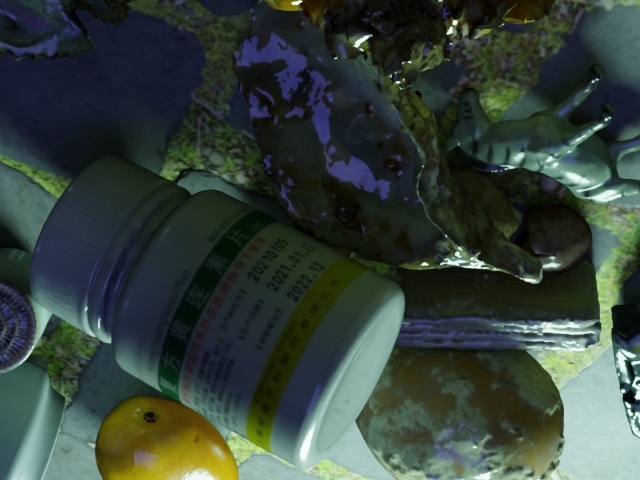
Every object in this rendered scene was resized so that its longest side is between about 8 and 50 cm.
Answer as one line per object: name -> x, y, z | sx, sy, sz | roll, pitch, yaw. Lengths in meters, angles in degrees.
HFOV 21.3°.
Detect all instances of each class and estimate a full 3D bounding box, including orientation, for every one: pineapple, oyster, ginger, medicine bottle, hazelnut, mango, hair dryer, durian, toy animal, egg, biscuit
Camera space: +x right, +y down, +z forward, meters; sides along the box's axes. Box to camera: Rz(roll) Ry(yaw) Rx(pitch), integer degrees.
pineapple -> 0.074, -0.286, 1.419 | 0.344, 0.286, 0.209 | 0, 130, 3
oyster -> 0.043, -0.089, 1.679 | 0.204, 0.111, 0.396 | -22, 109, 41
ginger -> 0.127, -0.033, 1.768 | 0.165, 0.067, 0.096 | 8, 118, 11
medicine bottle -> -0.107, 0.063, 1.714 | 0.339, 0.208, 0.208 | 27, 131, 14
hazelnut -> 0.240, 0.001, 1.777 | 0.086, 0.086, 0.086 | 2, 130, 3
mango -> -0.175, 0.266, 2.019 | 0.145, 0.112, 0.219 | -22, 136, 21
hair dryer -> -0.415, -0.028, 1.792 | 0.107, 0.173, 0.357 | -36, 100, 3
durian -> -0.267, -0.290, 1.541 | 0.193, 0.138, 0.237 | -2, 132, 11
toy animal -> 0.245, -0.090, 1.708 | 0.217, 0.073, 0.176 | 33, 135, -27
egg -> 0.151, 0.191, 1.868 | 0.245, 0.203, 0.203 | 22, 128, -4
biscuit -> 0.179, 0.067, 1.816 | 0.239, 0.108, 0.062 | 0, 127, 5

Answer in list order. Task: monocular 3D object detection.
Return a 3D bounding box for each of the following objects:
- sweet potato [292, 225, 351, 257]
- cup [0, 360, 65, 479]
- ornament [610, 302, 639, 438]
sweet potato -> 0.002, -0.002, 1.803 | 0.074, 0.075, 0.269 | 20, 118, -12
cup -> -0.486, 0.222, 1.946 | 0.327, 0.237, 0.323 | 21, 158, -13
ornament -> 0.445, 0.127, 1.866 | 0.236, 0.080, 0.202 | -8, 131, 14
